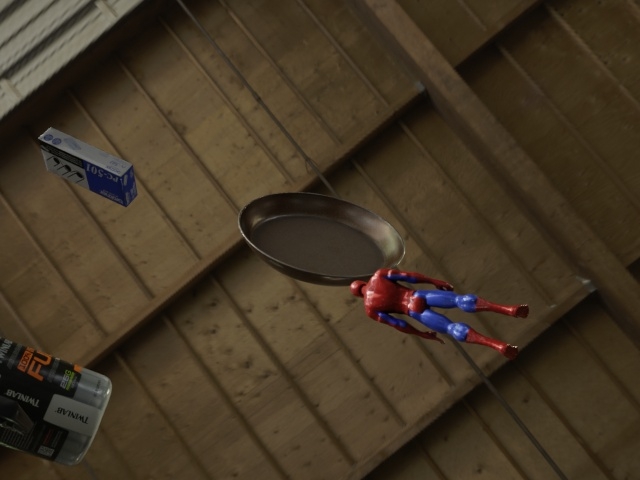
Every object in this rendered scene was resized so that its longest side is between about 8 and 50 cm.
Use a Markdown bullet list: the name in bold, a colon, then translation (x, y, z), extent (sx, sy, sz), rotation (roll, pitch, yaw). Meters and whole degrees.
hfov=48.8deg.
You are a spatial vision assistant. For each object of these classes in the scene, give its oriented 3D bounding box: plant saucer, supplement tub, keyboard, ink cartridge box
- **plant saucer**: translation (0.000, 0.000, 1.300), extent (0.310, 0.311, 0.050), rotation (16, -62, 9)
- **supplement tub**: translation (-0.599, 0.313, 1.409), extent (0.315, 0.193, 0.194), rotation (25, -93, -18)
- **keyboard**: translation (-0.546, 0.183, 0.945), extent (0.317, 0.202, 0.033), rotation (18, -123, 5)
- **ink cartridge box**: translation (-0.487, -0.154, 1.484), extent (0.207, 0.097, 0.046), rotation (24, -127, 12)

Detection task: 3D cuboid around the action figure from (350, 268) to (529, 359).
- **action figure**: translation (0.064, 0.041, 0.421), extent (0.115, 0.030, 0.038), rotation (14, -90, 37)
